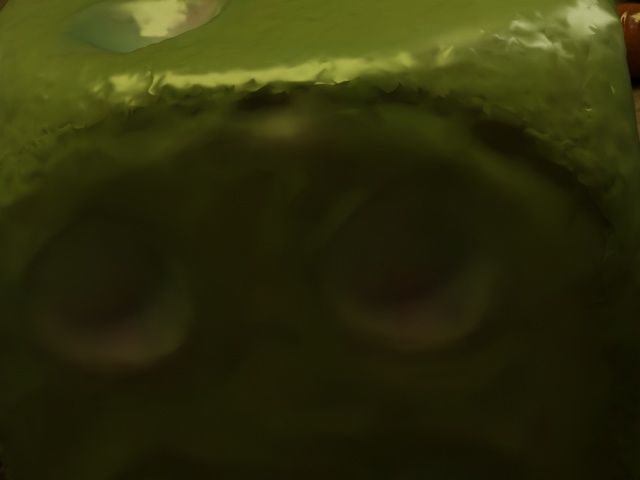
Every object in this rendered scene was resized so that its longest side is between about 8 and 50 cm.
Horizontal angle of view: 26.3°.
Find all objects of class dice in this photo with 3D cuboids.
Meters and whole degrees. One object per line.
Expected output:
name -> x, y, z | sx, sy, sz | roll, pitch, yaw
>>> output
dice -> 0.000, 0.000, 0.591 | 0.249, 0.252, 0.254 | -4, 29, 5

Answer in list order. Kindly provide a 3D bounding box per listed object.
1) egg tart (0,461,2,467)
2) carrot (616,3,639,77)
egg tart -> -0.227, 0.100, 0.637 | 0.345, 0.132, 0.345 | -57, -2, -3
carrot -> 0.322, -0.159, 1.066 | 0.256, 0.061, 0.061 | 1, 27, 27
